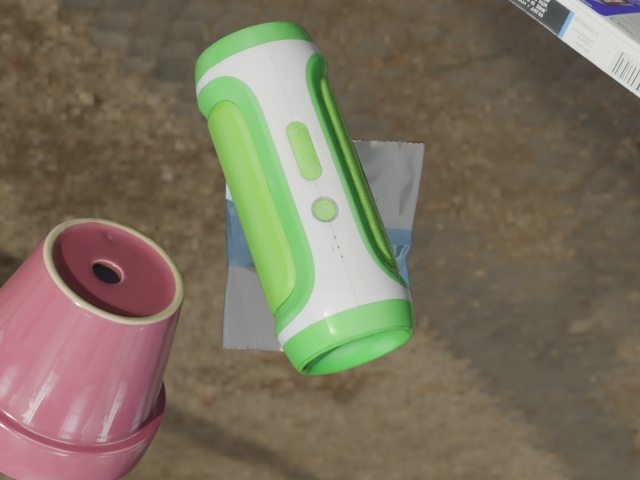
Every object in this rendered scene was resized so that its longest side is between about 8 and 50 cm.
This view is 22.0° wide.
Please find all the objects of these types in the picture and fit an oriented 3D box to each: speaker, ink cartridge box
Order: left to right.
[{"bbox_3d":[-0.016,-0.038,1.445,0.131,0.296,0.131,-18,163,-5],"label":"speaker"},{"bbox_3d":[0.304,-0.197,1.546,0.208,0.206,0.045,-15,138,-49],"label":"ink cartridge box"}]

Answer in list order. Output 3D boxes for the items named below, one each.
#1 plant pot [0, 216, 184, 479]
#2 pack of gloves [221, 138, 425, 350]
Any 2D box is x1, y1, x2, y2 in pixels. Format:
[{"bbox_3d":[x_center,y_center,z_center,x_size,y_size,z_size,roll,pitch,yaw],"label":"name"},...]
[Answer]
[{"bbox_3d":[-0.211,0.088,1.437,0.201,0.201,0.180,10,130,-29],"label":"plant pot"},{"bbox_3d":[0.000,0.000,1.671,0.195,0.232,0.046,2,-158,-3],"label":"pack of gloves"}]
